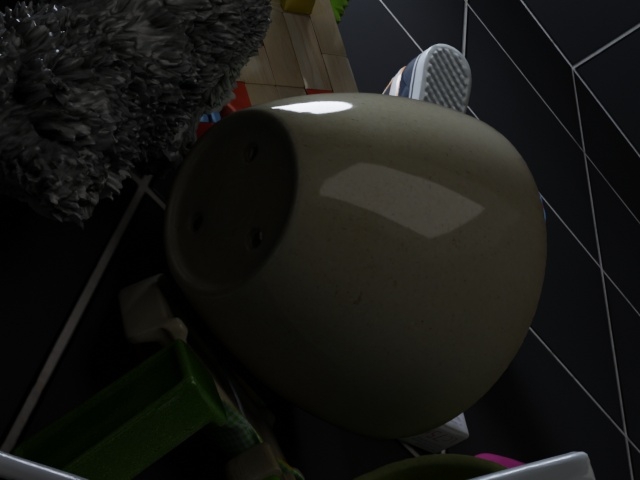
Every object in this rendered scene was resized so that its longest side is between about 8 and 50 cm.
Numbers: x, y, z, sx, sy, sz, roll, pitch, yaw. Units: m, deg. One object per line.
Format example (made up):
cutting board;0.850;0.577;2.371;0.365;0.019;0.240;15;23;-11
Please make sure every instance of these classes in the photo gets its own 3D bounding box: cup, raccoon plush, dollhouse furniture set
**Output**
cup;0.000;0.000;0.956;0.237;0.331;0.331;20;44;-45
raccoon plush;-0.135;-0.209;0.847;0.216;0.446;0.299;35;13;-7
dollhouse furniture set;-0.124;0.171;0.844;0.197;0.151;0.301;55;-3;-19

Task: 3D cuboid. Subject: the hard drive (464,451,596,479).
hard drive;0.029;0.291;0.660;0.047;0.353;0.233;90;-14;-78

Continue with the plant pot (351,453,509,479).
plant pot;0.111;0.361;0.859;0.254;0.276;0.276;57;24;-27

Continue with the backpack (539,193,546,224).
backpack;0.232;-0.025;1.530;0.117;0.173;0.158;39;33;-32

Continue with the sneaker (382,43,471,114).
sneaker;0.132;-0.128;1.540;0.126;0.127;0.321;30;61;-20

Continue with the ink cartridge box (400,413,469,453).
ink cartridge box;0.073;0.087;1.268;0.186;0.065;0.311;30;40;-42

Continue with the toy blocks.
toy blocks;-0.085;-0.164;1.173;0.381;0.191;0.260;-3;73;-48

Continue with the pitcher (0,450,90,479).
pitcher;-0.217;0.144;0.593;0.207;0.178;0.125;51;17;-14

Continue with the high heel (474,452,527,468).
high heel;0.346;0.336;1.324;0.377;0.181;0.127;36;34;-36
